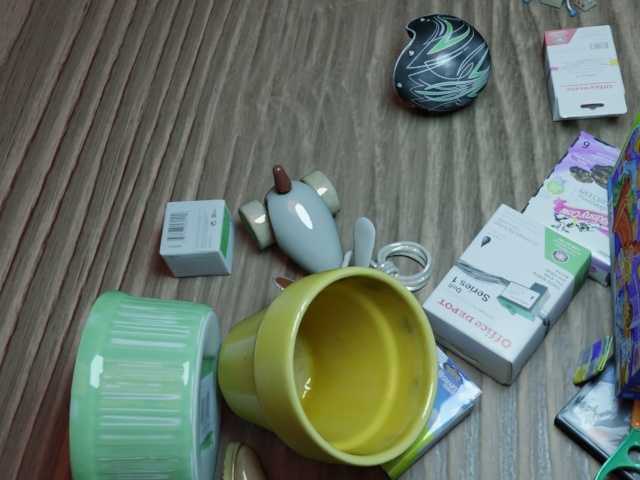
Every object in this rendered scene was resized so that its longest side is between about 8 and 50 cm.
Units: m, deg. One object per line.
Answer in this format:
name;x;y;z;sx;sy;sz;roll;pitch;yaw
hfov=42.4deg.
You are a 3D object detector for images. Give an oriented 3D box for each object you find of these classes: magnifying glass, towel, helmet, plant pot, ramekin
magnifying glass;0.421;0.277;1.098;0.092;0.026;0.230;13;65;17
towel;0.386;0.170;1.173;0.009;0.083;0.060;26;67;1
helmet;0.210;-0.302;1.431;0.170;0.169;0.161;-5;43;7
plant pot;-0.011;0.173;1.124;0.239;0.254;0.253;-15;47;50
ramekin;-0.223;0.220;1.126;0.148;0.303;0.303;1;60;1

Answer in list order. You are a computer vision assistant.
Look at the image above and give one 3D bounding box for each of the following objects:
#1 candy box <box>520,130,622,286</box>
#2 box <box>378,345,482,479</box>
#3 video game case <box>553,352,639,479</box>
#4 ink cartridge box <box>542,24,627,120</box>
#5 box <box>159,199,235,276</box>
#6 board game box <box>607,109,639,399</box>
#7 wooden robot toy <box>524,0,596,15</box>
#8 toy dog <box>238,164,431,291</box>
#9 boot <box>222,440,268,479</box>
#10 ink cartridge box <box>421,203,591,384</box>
candy box;0.431;-0.052;1.299;0.165;0.070;0.196;32;70;23
box;0.133;0.246;1.190;0.178;0.042;0.109;-38;61;-12
video game case;0.510;0.251;1.129;0.248;0.035;0.275;-42;62;-15
ink cartridge box;0.455;-0.275;1.428;0.116;0.067;0.198;-3;58;8
box;-0.201;-0.002;1.367;0.102;0.087;0.101;-2;60;7
board game box;0.449;0.011;1.088;0.078;0.233;0.346;5;63;7
wooden robot toy;0.437;-0.489;1.549;0.173;0.079;0.076;24;67;21
toy dog;0.000;0.000;1.289;0.334;0.161;0.220;33;70;25
boot;0.012;0.375;1.117;0.270;0.089;0.236;-9;69;4
ink cartridge box;0.277;0.079;1.236;0.160;0.092;0.219;31;69;25
